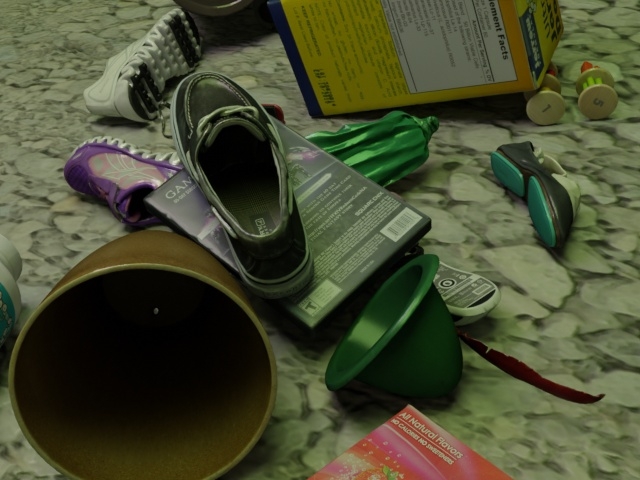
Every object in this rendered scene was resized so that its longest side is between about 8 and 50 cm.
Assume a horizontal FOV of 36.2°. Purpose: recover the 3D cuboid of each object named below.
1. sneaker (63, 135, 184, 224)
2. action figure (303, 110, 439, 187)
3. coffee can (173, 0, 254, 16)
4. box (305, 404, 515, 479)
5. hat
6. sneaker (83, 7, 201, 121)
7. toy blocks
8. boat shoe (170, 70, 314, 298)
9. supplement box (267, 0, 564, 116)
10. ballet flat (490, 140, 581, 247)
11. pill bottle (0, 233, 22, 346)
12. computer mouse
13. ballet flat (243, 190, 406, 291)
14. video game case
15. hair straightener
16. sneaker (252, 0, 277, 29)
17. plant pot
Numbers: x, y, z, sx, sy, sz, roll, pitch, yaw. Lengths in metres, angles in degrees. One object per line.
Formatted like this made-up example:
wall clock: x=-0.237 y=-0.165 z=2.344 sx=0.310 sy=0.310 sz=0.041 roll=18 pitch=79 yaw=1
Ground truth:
sneaker: x=-0.261 y=-0.071 z=1.324 sx=0.236 sy=0.095 sz=0.104 roll=9 pitch=49 yaw=26
action figure: x=0.054 y=-0.103 z=1.257 sx=0.232 sy=0.137 sz=0.063 roll=-26 pitch=0 yaw=-12
coffee can: x=-0.196 y=-0.520 z=1.760 sx=0.202 sy=0.201 sz=0.275 roll=-14 pitch=21 yaw=-2
box: x=0.118 y=0.272 z=0.693 sx=0.154 sy=0.142 sz=0.300 roll=-31 pitch=40 yaw=-25
hat: x=0.127 y=0.134 z=0.975 sx=0.173 sy=0.183 sz=0.208 roll=-51 pitch=6 yaw=5
sneaker: x=-0.294 y=-0.298 z=1.635 sx=0.118 sy=0.110 sz=0.292 roll=-4 pitch=35 yaw=27
toy blocks: x=0.347 y=-0.225 z=1.378 sx=0.123 sy=0.054 sz=0.148 roll=-5 pitch=36 yaw=11
boat shoe: x=-0.086 y=-0.094 z=1.080 sx=0.121 sy=0.119 sz=0.335 roll=-21 pitch=53 yaw=-11
supplement box: x=0.141 y=-0.323 z=1.408 sx=0.357 sy=0.194 sz=0.195 roll=-2 pitch=36 yaw=29
ballet flat: x=0.269 y=-0.063 z=1.170 sx=0.074 sy=0.074 sz=0.203 roll=-16 pitch=34 yaw=-4
pill bottle: x=-0.431 y=0.098 z=1.091 sx=0.146 sy=0.146 sz=0.264 roll=-2 pitch=38 yaw=15
computer mouse: x=0.118 y=0.055 z=1.079 sx=0.106 sy=0.042 sz=0.193 roll=-27 pitch=32 yaw=-27
ballet flat: x=0.000 y=0.000 z=1.164 sx=0.222 sy=0.076 sz=0.079 roll=-26 pitch=20 yaw=-13
video game case: x=-0.041 y=-0.030 z=1.119 sx=0.274 sy=0.026 sz=0.196 roll=35 pitch=62 yaw=28
hair straightener: x=-0.167 y=-0.180 z=1.475 sx=0.230 sy=0.047 sz=0.089 roll=14 pitch=43 yaw=32
sneaker: x=0.013 y=-0.432 z=1.722 sx=0.267 sy=0.101 sz=0.106 roll=7 pitch=37 yaw=24
plant pot: x=-0.171 y=0.085 z=0.990 sx=0.237 sy=0.237 sz=0.254 roll=-14 pitch=23 yaw=-2
